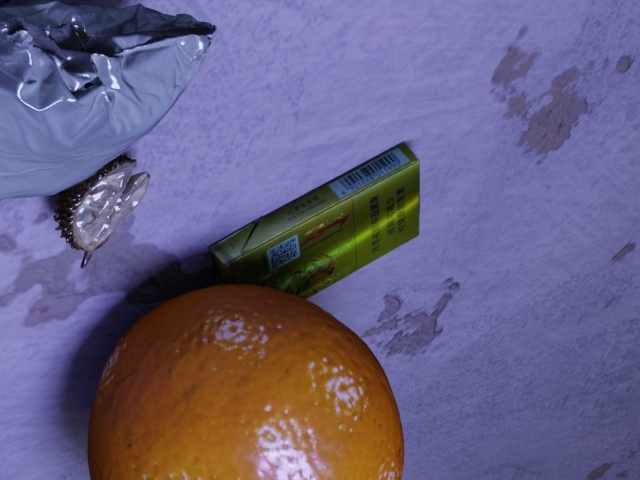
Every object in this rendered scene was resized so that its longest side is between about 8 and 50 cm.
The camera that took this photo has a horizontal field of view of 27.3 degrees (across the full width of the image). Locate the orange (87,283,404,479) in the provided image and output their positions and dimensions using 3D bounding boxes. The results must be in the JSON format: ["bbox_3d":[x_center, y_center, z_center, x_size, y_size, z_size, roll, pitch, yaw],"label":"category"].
[{"bbox_3d":[-0.101,0.265,1.680,0.326,0.424,0.424,-63,172,-50],"label":"orange"}]

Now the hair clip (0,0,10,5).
[{"bbox_3d":[-0.414,-0.224,1.103,0.358,0.096,0.110,-12,154,-32],"label":"hair clip"}]

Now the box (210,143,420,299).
[{"bbox_3d":[0.000,0.000,1.806,0.311,0.043,0.173,-29,146,-17],"label":"box"}]

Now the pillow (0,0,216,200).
[{"bbox_3d":[-0.270,-0.129,1.263,0.310,0.138,0.283,-31,166,37],"label":"pillow"}]

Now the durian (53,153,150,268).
[{"bbox_3d":[-0.257,-0.041,1.479,0.110,0.071,0.140,7,111,-54],"label":"durian"}]
